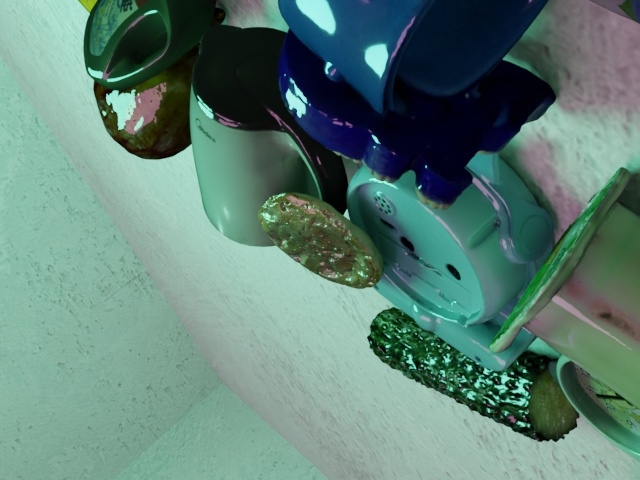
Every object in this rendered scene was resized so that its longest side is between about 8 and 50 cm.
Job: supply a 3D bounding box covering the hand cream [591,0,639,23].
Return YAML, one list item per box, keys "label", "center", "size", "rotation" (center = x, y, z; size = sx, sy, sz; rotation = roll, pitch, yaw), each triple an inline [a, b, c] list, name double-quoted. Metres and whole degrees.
- label: "hand cream"
  center: [0.191, -0.143, 0.398]
  size: [0.142, 0.053, 0.084]
  rotation: [48, 164, 36]

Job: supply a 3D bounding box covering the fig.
- label: "fig"
  center: [-0.194, -0.221, 0.971]
  size: [0.274, 0.145, 0.170]
  rotation: [-27, 80, 46]

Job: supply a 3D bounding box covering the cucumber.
- label: "cucumber"
  center: [0.162, 0.153, 0.921]
  size: [0.359, 0.096, 0.096]
  rotation: [11, 137, 59]

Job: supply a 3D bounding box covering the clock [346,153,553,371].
- label: "clock"
  center: [0.117, -0.010, 0.721]
  size: [0.223, 0.094, 0.274]
  rotation: [34, 156, 36]

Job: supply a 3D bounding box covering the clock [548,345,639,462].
- label: "clock"
  center: [0.286, 0.135, 0.668]
  size: [0.188, 0.060, 0.148]
  rotation: [30, 153, 45]

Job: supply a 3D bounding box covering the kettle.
- label: "kettle"
  center: [-0.049, -0.099, 0.816]
  size: [0.221, 0.161, 0.236]
  rotation: [48, 159, 22]

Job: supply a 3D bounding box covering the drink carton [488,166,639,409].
- label: "drink carton"
  center: [0.231, 0.050, 0.532]
  size: [0.142, 0.146, 0.144]
  rotation: [36, 159, 13]

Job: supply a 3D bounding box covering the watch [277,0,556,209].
- label: "watch"
  center: [0.074, -0.149, 0.457]
  size: [0.171, 0.196, 0.200]
  rotation: [37, 140, 13]

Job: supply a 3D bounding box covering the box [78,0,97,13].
- label: "box"
  center: [-0.338, -0.432, 0.950]
  size: [0.301, 0.084, 0.193]
  rotation: [48, 161, 6]

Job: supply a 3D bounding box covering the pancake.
- label: "pancake"
  center: [0.000, 0.001, 0.770]
  size: [0.151, 0.025, 0.151]
  rotation: [27, 157, 13]

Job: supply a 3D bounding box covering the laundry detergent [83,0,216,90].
- label: "laundry detergent"
  center: [-0.179, -0.256, 0.837]
  size: [0.222, 0.144, 0.078]
  rotation: [-8, 158, 37]
